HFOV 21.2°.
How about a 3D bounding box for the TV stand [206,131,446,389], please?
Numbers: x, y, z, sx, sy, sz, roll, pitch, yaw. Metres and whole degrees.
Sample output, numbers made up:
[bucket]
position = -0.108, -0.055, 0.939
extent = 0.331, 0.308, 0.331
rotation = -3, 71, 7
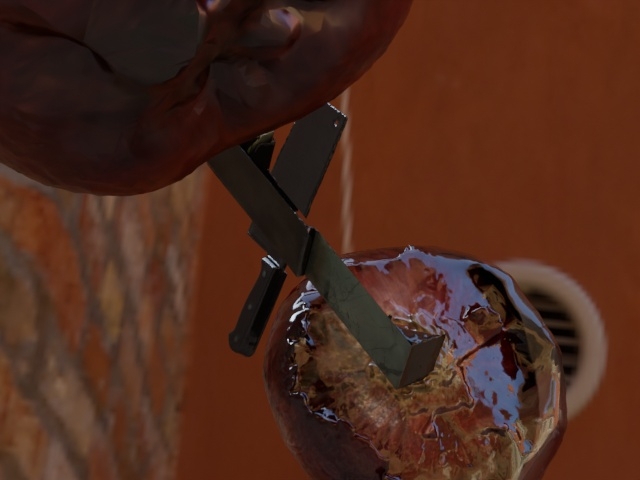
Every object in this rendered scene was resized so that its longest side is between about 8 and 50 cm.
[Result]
[TV stand]
position = 0.000, 0.000, 1.241
extent = 0.040, 0.256, 0.049
rotation = -17, -39, -31

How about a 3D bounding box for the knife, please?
[knife]
position = -0.039, -0.013, 1.540
extent = 0.019, 0.245, 0.072
rotation = 11, 19, -38

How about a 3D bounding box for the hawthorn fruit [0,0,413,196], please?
[hawthorn fruit]
position = -0.086, -0.172, 0.789
extent = 0.295, 0.311, 0.295
rotation = 2, -60, 4

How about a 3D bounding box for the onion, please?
[onion]
position = 0.072, 0.134, 1.487
extent = 0.272, 0.272, 0.195
rotation = 13, -29, -20
